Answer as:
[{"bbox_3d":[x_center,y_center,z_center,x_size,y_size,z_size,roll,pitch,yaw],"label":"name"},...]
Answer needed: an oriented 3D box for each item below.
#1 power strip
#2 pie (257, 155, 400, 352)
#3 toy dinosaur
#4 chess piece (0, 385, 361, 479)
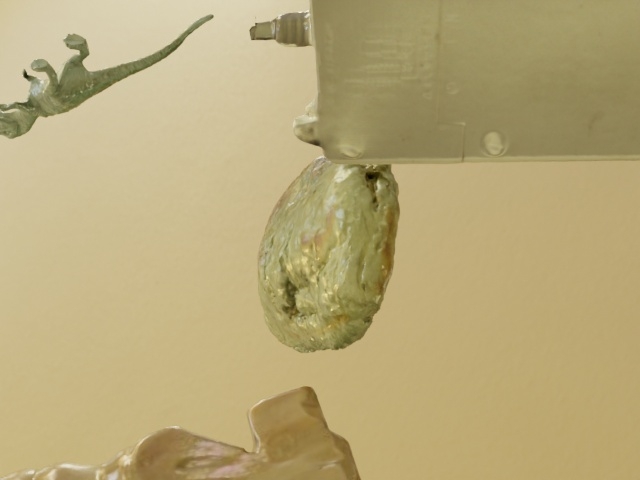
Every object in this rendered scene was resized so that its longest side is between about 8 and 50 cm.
[{"bbox_3d":[0.157,-0.078,0.370,0.368,0.043,0.106,-1,136,3],"label":"power strip"},{"bbox_3d":[0.000,0.000,0.962,0.090,0.201,0.248,19,167,-17],"label":"pie"},{"bbox_3d":[-0.343,-0.255,1.525,0.129,0.383,0.076,46,-156,-62],"label":"toy dinosaur"},{"bbox_3d":[-0.116,0.223,0.895,0.137,0.301,0.137,163,90,-90],"label":"chess piece"}]
